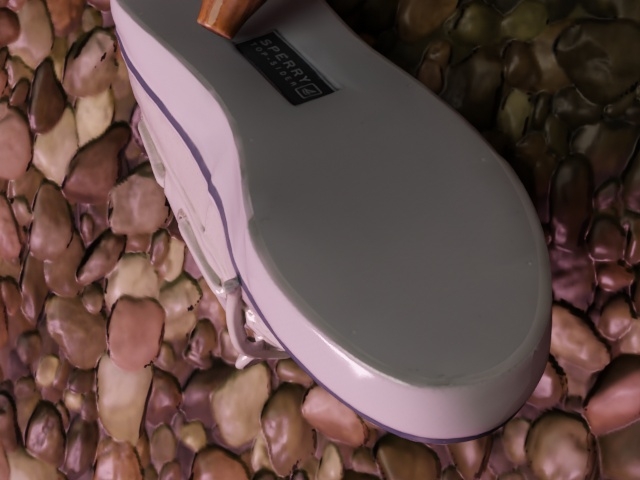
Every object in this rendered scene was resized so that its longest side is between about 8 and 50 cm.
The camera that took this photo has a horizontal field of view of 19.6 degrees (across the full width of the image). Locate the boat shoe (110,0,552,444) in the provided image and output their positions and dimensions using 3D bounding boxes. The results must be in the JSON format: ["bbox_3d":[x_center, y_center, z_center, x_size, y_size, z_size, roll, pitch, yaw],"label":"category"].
[{"bbox_3d":[-0.009,0.002,0.893,0.367,0.136,0.156,50,151,44],"label":"boat shoe"}]

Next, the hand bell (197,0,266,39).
[{"bbox_3d":[0.002,-0.208,0.886,0.126,0.126,0.242,28,90,38],"label":"hand bell"}]
